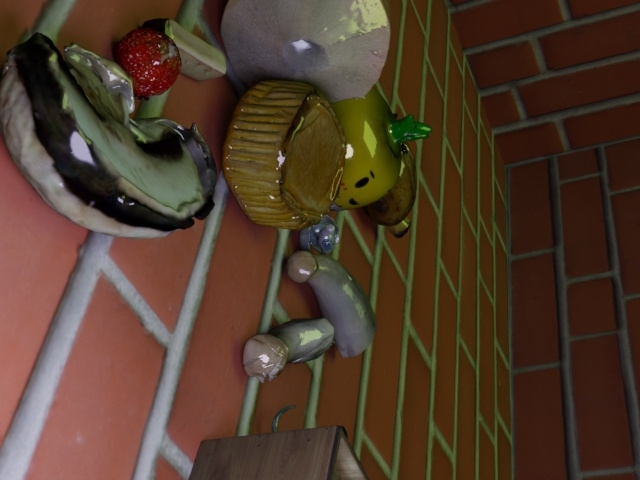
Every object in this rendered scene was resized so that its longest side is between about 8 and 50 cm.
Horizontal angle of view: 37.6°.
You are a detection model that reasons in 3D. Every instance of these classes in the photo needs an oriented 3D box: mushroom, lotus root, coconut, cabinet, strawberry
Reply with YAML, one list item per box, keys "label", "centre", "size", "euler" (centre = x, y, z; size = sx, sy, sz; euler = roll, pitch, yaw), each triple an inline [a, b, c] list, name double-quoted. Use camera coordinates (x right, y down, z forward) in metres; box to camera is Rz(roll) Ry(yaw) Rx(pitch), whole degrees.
- label: "mushroom"
  centre: [0.024, 0.103, 1.798]
  size: [0.270, 0.103, 0.118]
  euler: [56, 43, -32]
- label: "lotus root"
  centre: [0.150, -0.140, 2.185]
  size: [0.169, 0.141, 0.314]
  euler: [-59, 143, -57]
- label: "coconut"
  centre: [-0.019, -0.382, 1.682]
  size: [0.309, 0.298, 0.297]
  euler: [-75, 147, -55]
- label: "mushroom"
  centre: [-0.265, -0.116, 1.147]
  size: [0.247, 0.130, 0.344]
  euler: [67, 17, 15]
- label: "cabinet"
  centre: [-0.054, 0.375, 1.289]
  size: [0.148, 0.215, 0.174]
  euler: [-73, 146, -48]
- label: "mushroom"
  centre: [-0.059, 0.176, 1.557]
  size: [0.223, 0.092, 0.081]
  euler: [-9, 104, -62]
- label: "strawberry"
  centre: [-0.236, -0.252, 1.316]
  size: [0.106, 0.106, 0.106]
  euler: [-12, 90, -69]

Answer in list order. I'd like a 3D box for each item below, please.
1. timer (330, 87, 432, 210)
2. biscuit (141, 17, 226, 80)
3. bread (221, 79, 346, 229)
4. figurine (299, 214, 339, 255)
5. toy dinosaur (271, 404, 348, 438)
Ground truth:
- label: "timer"
  centre: [0.089, -0.201, 1.877]
  size: [0.285, 0.285, 0.285]
  euler: [-12, 90, -69]
- label: "biscuit"
  centre: [-0.209, -0.295, 1.462]
  size: [0.188, 0.056, 0.052]
  euler: [17, 63, -68]
- label: "bread"
  centre: [-0.058, -0.143, 1.594]
  size: [0.253, 0.142, 0.227]
  euler: [63, 40, -59]
- label: "figurine"
  centre: [0.000, 0.000, 1.805]
  size: [0.086, 0.082, 0.094]
  euler: [-116, -156, -77]
- label: "toy dinosaur"
  centre: [0.006, 0.381, 1.640]
  size: [0.147, 0.076, 0.363]
  euler: [65, 14, 23]
